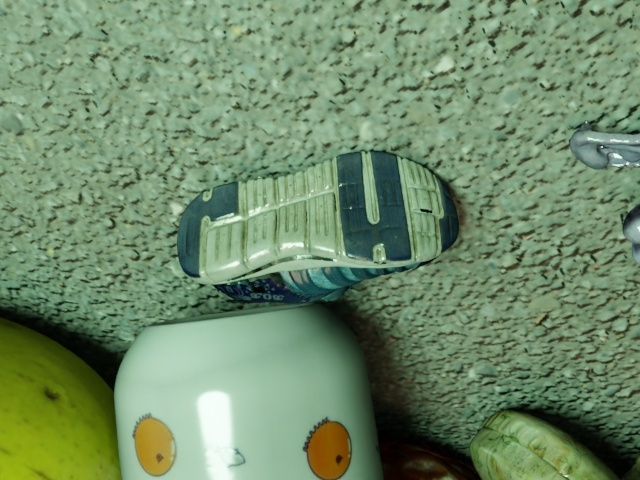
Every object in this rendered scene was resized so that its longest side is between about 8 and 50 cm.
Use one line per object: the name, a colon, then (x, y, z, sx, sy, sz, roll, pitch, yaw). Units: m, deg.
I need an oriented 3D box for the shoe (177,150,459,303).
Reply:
shoe: (0.000, 0.000, 0.552, 0.207, 0.092, 0.106, -10, 153, 13)

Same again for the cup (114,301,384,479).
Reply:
cup: (-0.050, 0.215, 0.584, 0.212, 0.212, 0.317, -8, 88, 17)

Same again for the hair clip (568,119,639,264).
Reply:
hair clip: (0.303, -0.045, 0.449, 0.278, 0.090, 0.137, -8, 165, 20)

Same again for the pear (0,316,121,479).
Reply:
pear: (-0.332, 0.247, 0.635, 0.362, 0.362, 0.418, -29, 97, 31)

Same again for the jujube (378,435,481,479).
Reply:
jujube: (0.094, 0.305, 0.744, 0.243, 0.183, 0.183, 38, 129, -6)

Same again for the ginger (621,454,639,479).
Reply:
ginger: (0.391, 0.272, 0.731, 0.166, 0.080, 0.333, -1, 131, 28)

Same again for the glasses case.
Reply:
glasses case: (0.305, 0.324, 0.704, 0.425, 0.098, 0.156, 47, 167, -12)
